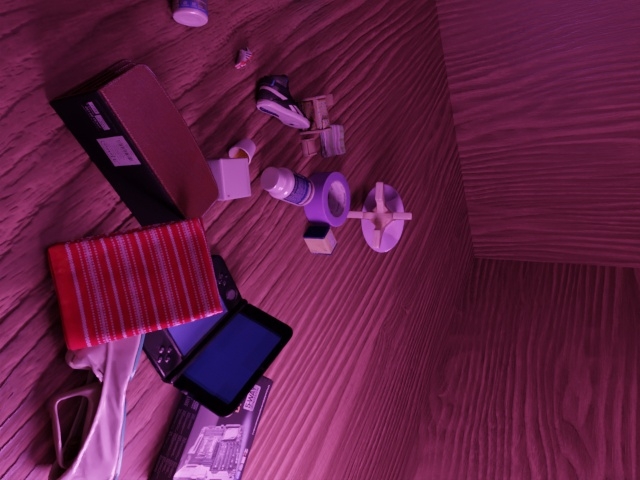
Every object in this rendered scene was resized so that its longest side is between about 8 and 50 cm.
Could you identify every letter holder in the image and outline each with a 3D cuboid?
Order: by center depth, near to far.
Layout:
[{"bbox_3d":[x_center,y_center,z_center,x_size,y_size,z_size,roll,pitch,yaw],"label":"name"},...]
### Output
[{"bbox_3d":[-0.328,-0.202,0.889,0.214,0.152,0.302,-59,138,-39],"label":"letter holder"}]

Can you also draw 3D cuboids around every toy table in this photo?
[{"bbox_3d":[0.239,-0.091,1.725,0.161,0.252,0.274,0,81,-73],"label":"toy table"}]

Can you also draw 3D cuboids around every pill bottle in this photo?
[{"bbox_3d":[-0.292,-0.565,0.980,0.078,0.078,0.137,-5,97,-57],"label":"pill bottle"},{"bbox_3d":[-0.099,-0.164,1.300,0.169,0.094,0.094,14,81,-57],"label":"pill bottle"}]

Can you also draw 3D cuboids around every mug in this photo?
[{"bbox_3d":[-0.208,-0.238,1.172,0.062,0.078,0.064,36,46,-16],"label":"mug"}]

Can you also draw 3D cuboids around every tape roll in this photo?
[{"bbox_3d":[0.024,-0.142,1.511,0.189,0.080,0.189,-8,100,-58],"label":"tape roll"}]

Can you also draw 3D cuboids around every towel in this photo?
[{"bbox_3d":[-0.337,0.072,0.805,0.274,0.031,0.199,-13,82,-14],"label":"towel"},{"bbox_3d":[0.049,-0.364,1.583,0.152,0.023,0.113,-25,114,-54],"label":"towel"}]

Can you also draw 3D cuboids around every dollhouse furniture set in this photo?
[{"bbox_3d":[0.015,-0.387,1.448,0.161,0.101,0.182,-32,118,-49],"label":"dollhouse furniture set"}]

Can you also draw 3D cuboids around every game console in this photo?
[{"bbox_3d":[-0.237,0.208,1.030,0.293,0.173,0.250,-48,128,-45],"label":"game console"}]

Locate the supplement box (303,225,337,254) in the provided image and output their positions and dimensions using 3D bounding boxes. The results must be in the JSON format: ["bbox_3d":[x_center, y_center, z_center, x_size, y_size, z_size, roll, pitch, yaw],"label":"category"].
[{"bbox_3d":[0.000,0.000,1.478,0.056,0.083,0.083,-59,137,-36],"label":"supplement box"}]

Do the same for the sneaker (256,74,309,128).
[{"bbox_3d":[-0.096,-0.420,1.297,0.217,0.079,0.121,12,84,-56],"label":"sneaker"}]

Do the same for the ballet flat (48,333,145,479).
[{"bbox_3d":[-0.420,0.266,0.820,0.139,0.139,0.401,18,78,-57],"label":"ballet flat"}]

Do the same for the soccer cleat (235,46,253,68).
[{"bbox_3d":[-0.209,-0.488,1.166,0.036,0.029,0.083,58,43,-30],"label":"soccer cleat"}]

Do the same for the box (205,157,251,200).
[{"bbox_3d":[-0.240,-0.154,1.086,0.102,0.087,0.101,-18,108,-55],"label":"box"}]

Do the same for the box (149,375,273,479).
[{"bbox_3d":[-0.262,0.471,1.111,0.242,0.076,0.308,46,55,-48],"label":"box"}]
